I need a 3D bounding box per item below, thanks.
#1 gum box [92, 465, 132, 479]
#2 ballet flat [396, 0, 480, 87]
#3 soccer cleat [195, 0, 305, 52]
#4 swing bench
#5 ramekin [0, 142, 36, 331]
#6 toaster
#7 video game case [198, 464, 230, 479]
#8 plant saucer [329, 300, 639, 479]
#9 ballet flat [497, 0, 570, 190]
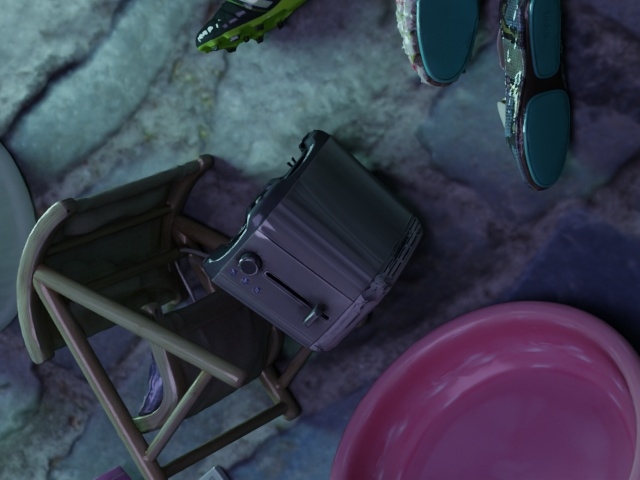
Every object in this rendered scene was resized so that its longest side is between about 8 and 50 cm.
[{"bbox_3d":[-0.238,0.341,2.126,0.107,0.062,0.188,46,125,13],"label":"gum box"},{"bbox_3d":[0.101,-0.262,1.789,0.077,0.091,0.241,17,109,58],"label":"ballet flat"},{"bbox_3d":[-0.053,-0.242,1.890,0.179,0.060,0.072,-31,76,26],"label":"soccer cleat"},{"bbox_3d":[-0.136,0.070,1.895,0.254,0.253,0.165,44,120,15],"label":"swing bench"},{"bbox_3d":[-0.455,-0.004,2.133,0.277,0.135,0.277,8,106,28],"label":"ramekin"},{"bbox_3d":[0.000,0.000,1.839,0.146,0.227,0.129,41,121,-4],"label":"toaster"},{"bbox_3d":[-0.122,0.305,2.088,0.122,0.011,0.087,-43,80,31],"label":"video game case"},{"bbox_3d":[0.164,0.215,1.771,0.332,0.084,0.332,-20,48,24],"label":"plant saucer"},{"bbox_3d":[0.188,-0.141,1.775,0.070,0.070,0.188,7,104,29],"label":"ballet flat"}]
